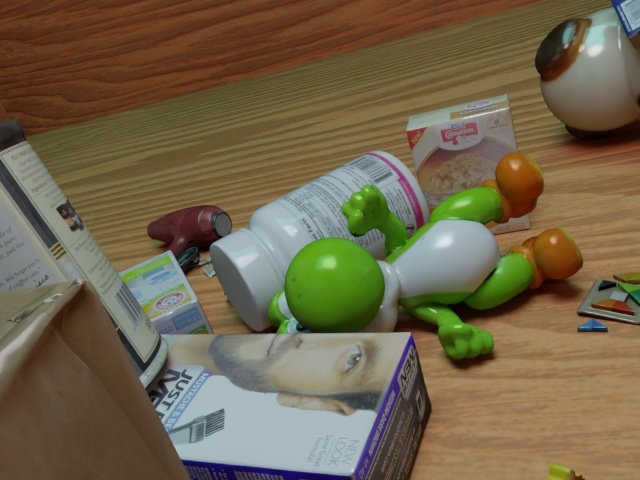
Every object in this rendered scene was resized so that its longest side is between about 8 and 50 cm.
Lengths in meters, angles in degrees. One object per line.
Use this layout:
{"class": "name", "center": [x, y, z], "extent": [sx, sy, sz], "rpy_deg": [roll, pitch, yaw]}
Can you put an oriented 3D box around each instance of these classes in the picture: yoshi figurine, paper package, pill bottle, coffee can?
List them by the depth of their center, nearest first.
{"class": "paper package", "center": [-0.253, 0.209, 0.455], "extent": [0.309, 0.325, 0.168], "rpy_deg": [-6, 28, 23]}
{"class": "coffee can", "center": [-0.309, 0.052, 0.634], "extent": [0.201, 0.275, 0.201], "rpy_deg": [-26, 17, 9]}
{"class": "yoshi figurine", "center": [0.107, 0.031, 0.743], "extent": [0.362, 0.203, 0.203], "rpy_deg": [-23, 32, -3]}
{"class": "pill bottle", "center": [0.000, 0.000, 0.908], "extent": [0.283, 0.160, 0.160], "rpy_deg": [-29, 27, -22]}

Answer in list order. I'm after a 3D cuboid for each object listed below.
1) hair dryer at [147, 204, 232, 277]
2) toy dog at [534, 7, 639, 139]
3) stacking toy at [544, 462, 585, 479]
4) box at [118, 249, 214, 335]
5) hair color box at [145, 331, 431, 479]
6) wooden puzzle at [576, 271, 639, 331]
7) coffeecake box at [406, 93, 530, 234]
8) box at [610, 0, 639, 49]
{"class": "hair dryer", "center": [-0.262, 0.009, 1.162], "extent": [0.223, 0.080, 0.293], "rpy_deg": [-25, 25, -12]}
{"class": "toy dog", "center": [0.548, -0.255, 0.995], "extent": [0.408, 0.284, 0.395], "rpy_deg": [17, 79, 49]}
{"class": "stacking toy", "center": [0.182, 0.253, 0.406], "extent": [0.167, 0.052, 0.221], "rpy_deg": [8, 37, 47]}
{"class": "box", "center": [-0.222, 0.110, 0.900], "extent": [0.114, 0.103, 0.203], "rpy_deg": [-25, 26, -13]}
{"class": "hair color box", "center": [-0.079, 0.185, 0.649], "extent": [0.339, 0.110, 0.185], "rpy_deg": [-3, 28, 26]}
{"class": "wooden puzzle", "center": [0.333, 0.065, 0.723], "extent": [0.078, 0.014, 0.116], "rpy_deg": [1, 31, 35]}
{"class": "coffeecake box", "center": [0.215, -0.100, 0.935], "extent": [0.142, 0.185, 0.068], "rpy_deg": [-10, 26, 17]}
{"class": "box", "center": [0.508, -0.369, 0.863], "extent": [0.225, 0.036, 0.136], "rpy_deg": [-29, 48, 34]}
